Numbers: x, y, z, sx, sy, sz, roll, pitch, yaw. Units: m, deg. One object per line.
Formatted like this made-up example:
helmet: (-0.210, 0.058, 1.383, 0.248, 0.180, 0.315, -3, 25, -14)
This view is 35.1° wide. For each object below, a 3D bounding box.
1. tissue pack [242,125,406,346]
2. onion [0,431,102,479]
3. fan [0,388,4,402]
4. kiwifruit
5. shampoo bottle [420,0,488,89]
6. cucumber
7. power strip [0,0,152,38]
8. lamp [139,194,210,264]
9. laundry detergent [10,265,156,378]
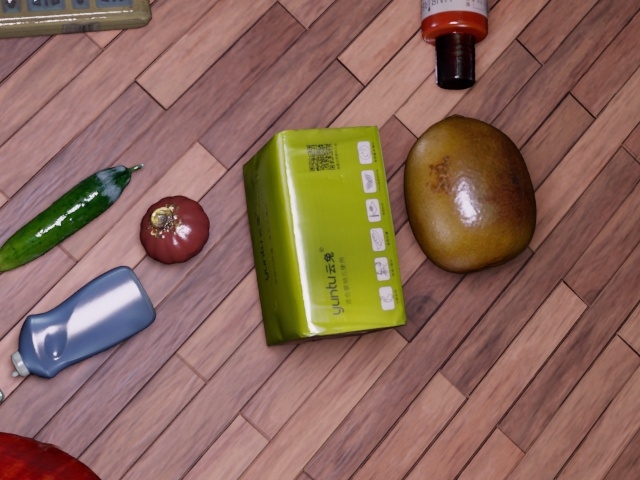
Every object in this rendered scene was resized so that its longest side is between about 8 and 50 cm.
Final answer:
tissue pack: (0.000, 0.000, 1.409, 0.167, 0.200, 0.275, -5, 82, -18)
onion: (-0.365, 0.401, 1.189, 0.341, 0.341, 0.341, 2, 81, -15)
fan: (-0.479, 0.136, 1.349, 0.038, 0.016, 0.193, -27, 90, -16)
kiwifruit: (0.216, -0.071, 1.489, 0.196, 0.196, 0.234, -11, 85, -17)
shampoo bottle: (0.208, -0.372, 1.576, 0.104, 0.104, 0.278, 2, 81, -15)
cucumber: (-0.345, -0.038, 1.395, 0.250, 0.056, 0.056, -40, 93, -17)
power strip: (-0.432, -0.332, 1.412, 0.387, 0.066, 0.092, -9, 81, -16)
lamp: (-0.203, -0.015, 1.413, 0.101, 0.090, 0.101, -7, 66, 17)
laundry detergent: (-0.330, 0.120, 1.372, 0.206, 0.061, 0.097, -32, 99, -17)
